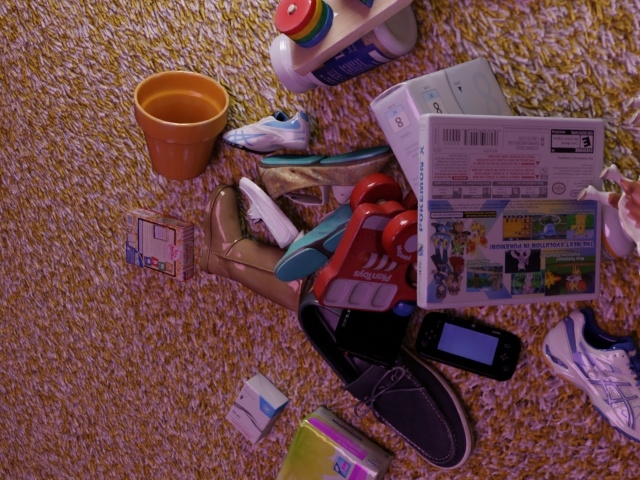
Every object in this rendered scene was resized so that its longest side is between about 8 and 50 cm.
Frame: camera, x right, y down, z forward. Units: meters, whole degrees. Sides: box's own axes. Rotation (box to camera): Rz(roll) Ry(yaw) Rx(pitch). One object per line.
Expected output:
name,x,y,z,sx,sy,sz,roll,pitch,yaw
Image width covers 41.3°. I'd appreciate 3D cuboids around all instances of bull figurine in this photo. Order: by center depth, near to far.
bull figurine,0.534,-0.088,1.343,0.188,0.310,0.101,30,168,-2

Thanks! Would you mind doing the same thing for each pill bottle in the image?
pill bottle,0.476,-0.018,1.483,0.208,0.117,0.117,-19,95,37
pill bottle,0.040,-0.384,1.627,0.265,0.153,0.153,-18,96,37

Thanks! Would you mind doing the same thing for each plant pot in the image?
plant pot,-0.313,-0.246,1.903,0.205,0.205,0.188,32,138,21

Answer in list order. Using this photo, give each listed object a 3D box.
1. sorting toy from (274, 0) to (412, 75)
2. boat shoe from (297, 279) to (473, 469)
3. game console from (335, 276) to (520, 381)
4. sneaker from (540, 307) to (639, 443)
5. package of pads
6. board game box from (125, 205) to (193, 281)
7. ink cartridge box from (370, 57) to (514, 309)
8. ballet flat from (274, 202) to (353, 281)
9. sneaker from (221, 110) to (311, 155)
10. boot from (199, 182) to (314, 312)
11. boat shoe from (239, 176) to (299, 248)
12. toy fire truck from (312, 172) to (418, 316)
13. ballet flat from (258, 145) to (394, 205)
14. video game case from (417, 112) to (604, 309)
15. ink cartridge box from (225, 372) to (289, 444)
sorting toy,0.019,-0.470,1.510,0.257,0.089,0.255,-28,54,31
boat shoe,0.127,0.291,1.807,0.500,0.156,0.187,52,125,6
game console,0.221,0.174,1.704,0.361,0.213,0.044,16,158,12
sneaker,0.544,0.247,1.535,0.296,0.112,0.131,40,124,16
package of pads,0.016,0.565,2.010,0.229,0.101,0.296,31,121,21
board game box,-0.407,0.008,2.134,0.193,0.045,0.146,17,115,28
ink cartridge box,0.275,-0.112,1.466,0.091,0.308,0.385,-28,90,39
ballet flat,0.000,0.000,1.824,0.247,0.083,0.087,-34,42,24
sneaker,-0.115,-0.234,1.840,0.237,0.085,0.086,1,80,38
boot,-0.136,0.013,1.936,0.269,0.089,0.236,19,115,23
boat shoe,-0.126,-0.060,1.873,0.063,0.066,0.184,-42,86,-6
toy fire truck,0.153,0.029,1.613,0.169,0.302,0.254,54,126,46
ballet flat,0.017,-0.129,1.759,0.348,0.123,0.123,0,106,40
video game case,0.307,-0.047,1.353,0.036,0.329,0.300,-169,78,-69
ink cartridge box,-0.165,0.431,2.110,0.104,0.060,0.180,40,124,16
